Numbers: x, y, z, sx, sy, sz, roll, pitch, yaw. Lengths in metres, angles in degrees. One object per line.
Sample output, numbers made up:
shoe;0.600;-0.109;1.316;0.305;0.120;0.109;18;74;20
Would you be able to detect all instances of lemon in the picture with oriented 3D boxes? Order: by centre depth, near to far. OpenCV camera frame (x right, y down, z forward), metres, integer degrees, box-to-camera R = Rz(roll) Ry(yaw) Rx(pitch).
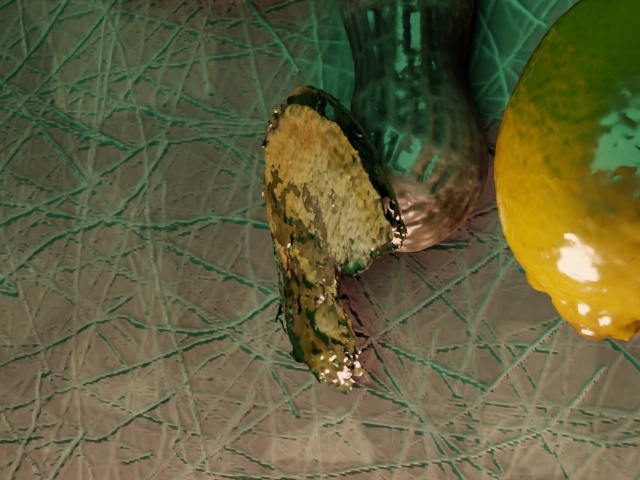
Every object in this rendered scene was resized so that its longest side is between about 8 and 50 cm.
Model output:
lemon;0.216;-0.059;1.091;0.204;0.204;0.260;20;95;25

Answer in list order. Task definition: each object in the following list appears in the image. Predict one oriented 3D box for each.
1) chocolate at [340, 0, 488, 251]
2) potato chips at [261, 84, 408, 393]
chocolate;0.068;-0.115;1.218;0.110;0.110;0.248;-4;86;25
potato chips;0.004;-0.001;1.224;0.202;0.029;0.220;48;140;43
